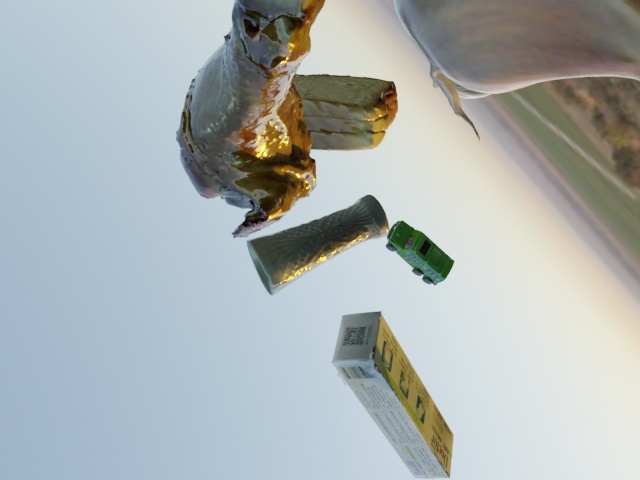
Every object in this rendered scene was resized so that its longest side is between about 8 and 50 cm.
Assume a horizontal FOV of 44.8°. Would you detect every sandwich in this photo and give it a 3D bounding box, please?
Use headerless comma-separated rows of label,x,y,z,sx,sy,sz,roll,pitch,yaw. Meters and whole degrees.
sandwich,-0.003,-0.232,1.392,0.271,0.099,0.301,7,-160,10

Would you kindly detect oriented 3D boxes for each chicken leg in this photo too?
chicken leg,-0.068,-0.111,0.730,0.361,0.140,0.212,155,109,-82

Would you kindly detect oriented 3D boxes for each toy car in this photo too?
toy car,0.216,0.025,1.677,0.165,0.071,0.062,41,154,-18

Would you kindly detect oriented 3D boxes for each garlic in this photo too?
garlic,0.213,-0.260,0.748,0.246,0.231,0.340,38,165,-18

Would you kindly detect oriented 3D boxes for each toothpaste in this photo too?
toothpaste,0.114,0.235,1.121,0.337,0.067,0.081,59,-146,-41

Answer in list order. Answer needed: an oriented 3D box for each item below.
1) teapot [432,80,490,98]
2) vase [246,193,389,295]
teapot,0.305,-0.393,1.565,0.163,0.222,0.178,17,-178,-7
vase,0.000,0.000,1.238,0.096,0.219,0.096,60,166,25
